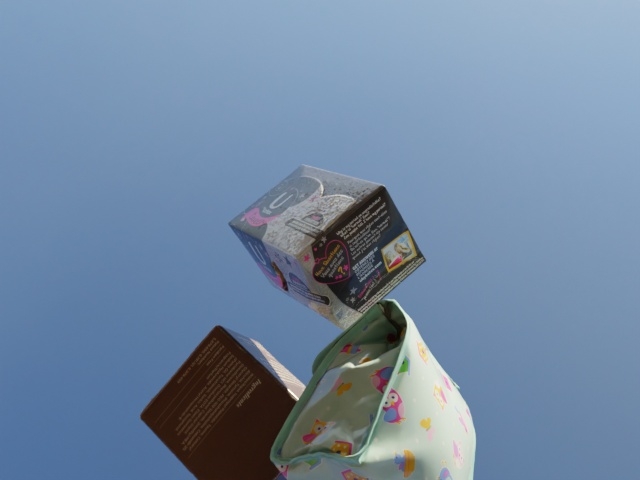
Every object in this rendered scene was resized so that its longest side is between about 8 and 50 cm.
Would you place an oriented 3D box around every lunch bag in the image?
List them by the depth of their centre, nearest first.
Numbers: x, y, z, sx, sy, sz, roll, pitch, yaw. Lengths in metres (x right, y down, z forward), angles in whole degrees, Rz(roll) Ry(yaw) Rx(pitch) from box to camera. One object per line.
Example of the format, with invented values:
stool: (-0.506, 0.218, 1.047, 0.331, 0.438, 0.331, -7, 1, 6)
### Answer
lunch bag: (0.088, 0.230, 0.914, 0.160, 0.223, 0.262, -18, -150, 37)

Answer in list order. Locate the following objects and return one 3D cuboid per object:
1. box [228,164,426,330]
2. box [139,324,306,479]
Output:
box: (0.000, 0.000, 1.080, 0.163, 0.142, 0.247, -40, -154, -15)
box: (-0.100, 0.252, 1.027, 0.203, 0.168, 0.167, 39, -93, 23)
